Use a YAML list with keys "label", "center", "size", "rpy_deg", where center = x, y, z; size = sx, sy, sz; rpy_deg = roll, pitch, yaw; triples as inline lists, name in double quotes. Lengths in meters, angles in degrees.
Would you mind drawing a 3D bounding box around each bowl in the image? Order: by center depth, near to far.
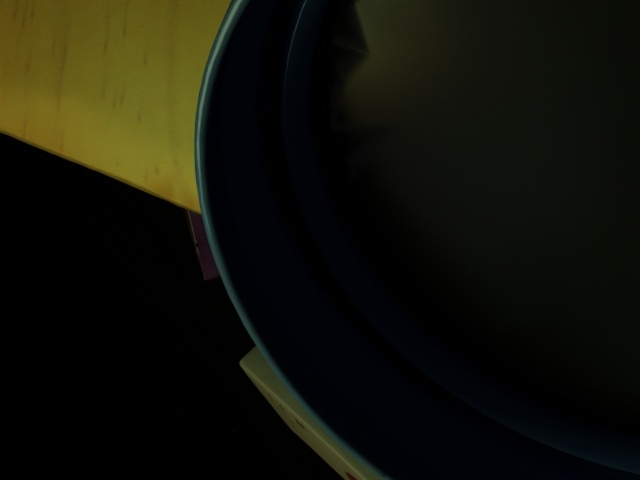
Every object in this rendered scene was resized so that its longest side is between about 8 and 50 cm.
- label: "bowl"
  center: [0.147, -0.015, 0.718]
  size: [0.391, 0.077, 0.391]
  rpy_deg: [11, 132, 12]

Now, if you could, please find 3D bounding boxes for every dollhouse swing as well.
- label: "dollhouse swing"
  center: [-0.007, -0.142, 1.152]
  size: [0.346, 0.305, 0.315]
  rpy_deg: [22, 116, 14]

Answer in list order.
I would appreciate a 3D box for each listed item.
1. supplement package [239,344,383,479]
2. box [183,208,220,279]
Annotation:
- label: "supplement package"
  center: [0.105, 0.164, 1.601]
  size: [0.293, 0.175, 0.177]
  rpy_deg: [40, 171, 30]
- label: "box"
  center: [-0.131, -0.132, 1.767]
  size: [0.201, 0.057, 0.293]
  rpy_deg: [86, 167, -68]
